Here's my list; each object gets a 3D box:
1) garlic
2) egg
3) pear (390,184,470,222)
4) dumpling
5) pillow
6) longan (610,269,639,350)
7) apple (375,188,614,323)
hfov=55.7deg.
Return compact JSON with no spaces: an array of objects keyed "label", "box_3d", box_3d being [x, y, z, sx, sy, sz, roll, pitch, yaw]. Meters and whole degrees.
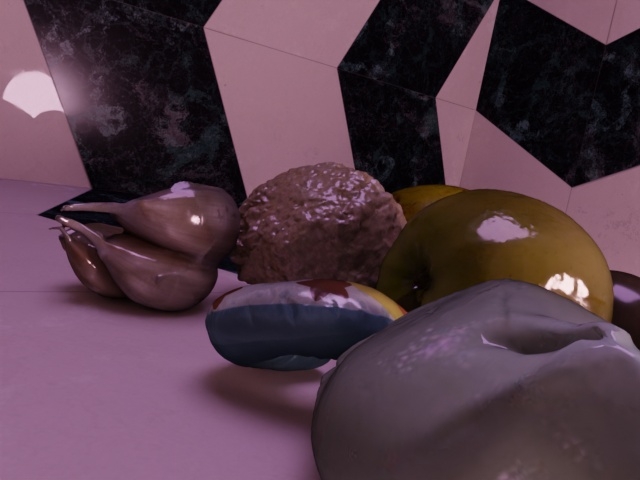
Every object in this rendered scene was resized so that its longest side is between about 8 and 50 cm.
[{"label":"garlic","box_3d":[-0.253,-0.004,0.925,0.238,0.210,0.292,19,1,14]},{"label":"egg","box_3d":[0.000,0.000,1.042,0.311,0.279,0.279,-10,8,1]},{"label":"pear","box_3d":[0.226,0.017,1.191,0.284,0.283,0.283,10,8,-1]},{"label":"dumpling","box_3d":[0.134,0.129,0.449,0.270,0.211,0.320,9,9,-4]},{"label":"pillow","box_3d":[-0.010,0.106,0.667,0.234,0.086,0.214,-11,-30,27]},{"label":"longan","box_3d":[0.414,0.135,0.868,0.212,0.197,0.198,16,9,43]},{"label":"apple","box_3d":[0.215,0.074,0.789,0.254,0.291,0.292,16,4,-33]}]
